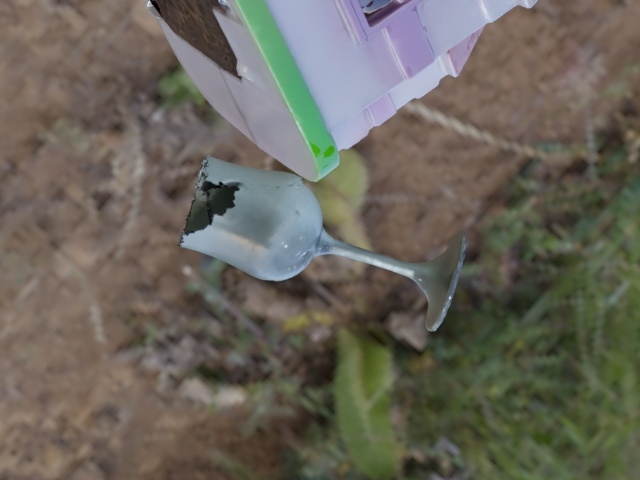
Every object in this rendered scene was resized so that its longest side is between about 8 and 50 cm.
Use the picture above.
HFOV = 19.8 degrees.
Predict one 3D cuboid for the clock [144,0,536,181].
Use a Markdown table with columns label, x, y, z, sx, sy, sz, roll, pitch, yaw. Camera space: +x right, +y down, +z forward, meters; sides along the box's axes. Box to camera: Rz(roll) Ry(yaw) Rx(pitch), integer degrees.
| label | x | y | z | sx | sy | sz | roll | pitch | yaw |
| --- | --- | --- | --- | --- | --- | --- | --- | --- | --- |
| clock | 0.049 | -0.213 | 0.776 | 0.309 | 0.235 | 0.166 | -35 | -144 | -11 |

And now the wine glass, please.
| label | x | y | z | sx | sy | sz | roll | pitch | yaw |
| --- | --- | --- | --- | --- | --- | --- | --- | --- | --- |
| wine glass | 0.000 | 0.000 | 1.303 | 0.079 | 0.195 | 0.079 | -163 | -90 | -85 |
